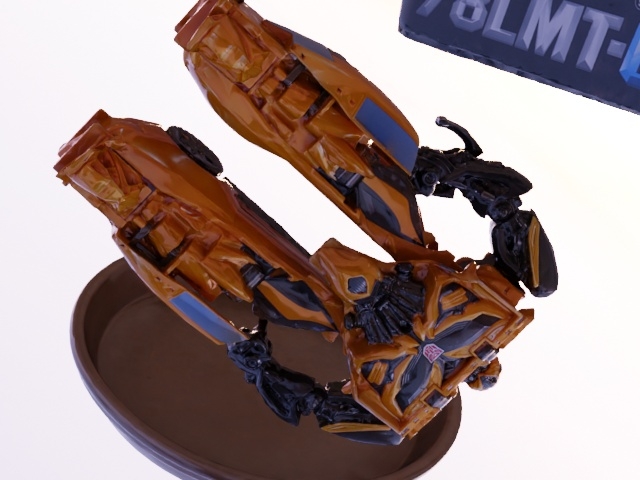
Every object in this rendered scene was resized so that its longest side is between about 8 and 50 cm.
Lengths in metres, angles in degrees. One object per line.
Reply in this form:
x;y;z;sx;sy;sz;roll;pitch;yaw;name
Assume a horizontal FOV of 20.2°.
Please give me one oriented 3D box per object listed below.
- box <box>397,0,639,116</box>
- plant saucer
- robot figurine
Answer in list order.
0.233;-0.081;0.702;0.293;0.073;0.295;-7;-158;-37;box
-0.039;0.094;1.245;0.278;0.041;0.278;13;-148;-8;plant saucer
0.000;0.000;1.044;0.291;0.211;0.085;40;-166;-15;robot figurine
